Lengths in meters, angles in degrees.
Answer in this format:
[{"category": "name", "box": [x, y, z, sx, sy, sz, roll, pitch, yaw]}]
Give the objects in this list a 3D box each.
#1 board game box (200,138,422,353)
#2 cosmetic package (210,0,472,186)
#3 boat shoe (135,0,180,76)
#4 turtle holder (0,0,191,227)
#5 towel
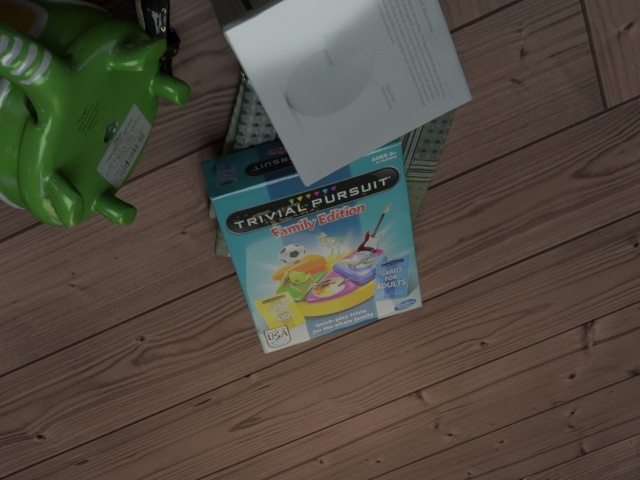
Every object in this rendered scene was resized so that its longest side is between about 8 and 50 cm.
[{"category": "board game box", "box": [0.000, 0.000, 1.285, 0.253, 0.079, 0.336, -17, 137, -3]}, {"category": "cosmetic package", "box": [0.023, -0.225, 1.052, 0.224, 0.138, 0.224, -26, 127, 2]}, {"category": "boat shoe", "box": [-0.188, -0.231, 1.087, 0.042, 0.049, 0.133, -3, 132, -1]}, {"category": "turtle holder", "box": [-0.307, -0.142, 0.968, 0.227, 0.320, 0.243, 26, 111, 9]}, {"category": "towel", "box": [0.012, -0.103, 1.284, 0.312, 0.056, 0.324, 0, 133, -19]}]
